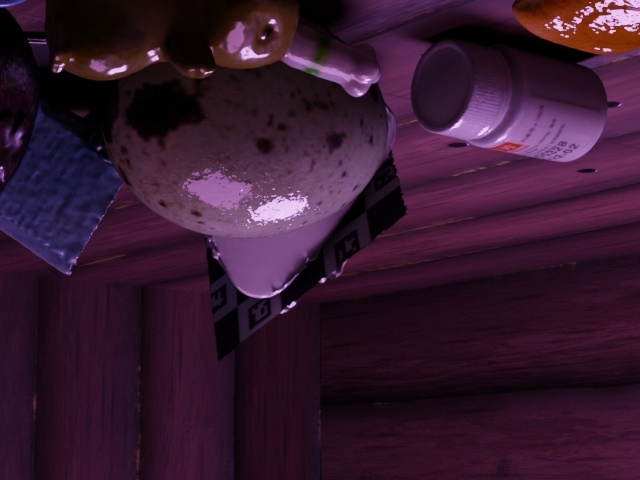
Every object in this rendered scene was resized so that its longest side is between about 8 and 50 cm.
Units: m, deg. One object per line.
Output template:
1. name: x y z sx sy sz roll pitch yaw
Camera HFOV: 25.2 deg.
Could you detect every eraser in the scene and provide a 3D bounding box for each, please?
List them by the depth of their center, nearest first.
1. eraser: -0.047 -0.121 1.996 0.331 0.331 0.150 2 -163 -14

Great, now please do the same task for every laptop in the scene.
1. laptop: -0.370 -0.250 1.906 0.180 0.016 0.129 0 170 -7

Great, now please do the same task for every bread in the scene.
1. bread: 0.325 -0.272 1.489 0.174 0.121 0.245 5 171 -35

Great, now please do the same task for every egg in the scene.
1. egg: -0.084 -0.146 1.739 0.379 0.287 0.287 -7 176 -35

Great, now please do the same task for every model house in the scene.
1. model house: -0.435 -0.141 2.068 0.329 0.251 0.295 27 -169 -9

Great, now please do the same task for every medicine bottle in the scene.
1. medicine bottle: 0.253 -0.188 1.913 0.252 0.144 0.144 9 167 -39

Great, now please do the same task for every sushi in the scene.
1. sushi: 0.000 0.000 2.126 0.373 0.296 0.100 -38 125 22

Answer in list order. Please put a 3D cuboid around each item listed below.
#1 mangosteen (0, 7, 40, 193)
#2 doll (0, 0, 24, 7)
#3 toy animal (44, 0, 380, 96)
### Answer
1. mangosteen: -0.479 -0.157 1.625 0.330 0.330 0.330 0 170 0
2. doll: -0.350 -0.283 1.353 0.314 0.141 0.177 -4 173 39
3. toy animal: -0.110 -0.248 1.485 0.363 0.181 0.180 2 179 -4
